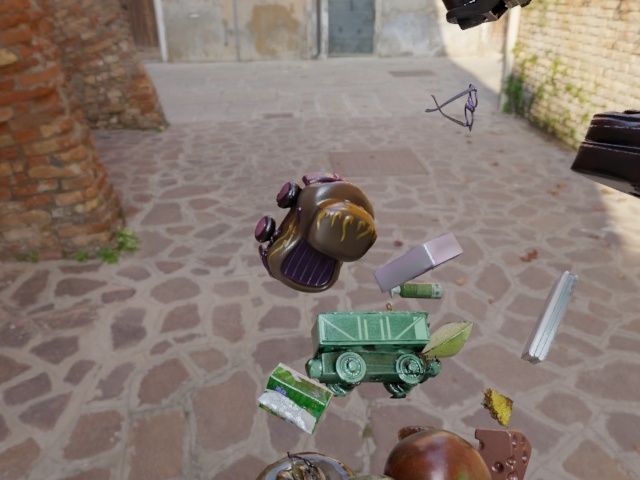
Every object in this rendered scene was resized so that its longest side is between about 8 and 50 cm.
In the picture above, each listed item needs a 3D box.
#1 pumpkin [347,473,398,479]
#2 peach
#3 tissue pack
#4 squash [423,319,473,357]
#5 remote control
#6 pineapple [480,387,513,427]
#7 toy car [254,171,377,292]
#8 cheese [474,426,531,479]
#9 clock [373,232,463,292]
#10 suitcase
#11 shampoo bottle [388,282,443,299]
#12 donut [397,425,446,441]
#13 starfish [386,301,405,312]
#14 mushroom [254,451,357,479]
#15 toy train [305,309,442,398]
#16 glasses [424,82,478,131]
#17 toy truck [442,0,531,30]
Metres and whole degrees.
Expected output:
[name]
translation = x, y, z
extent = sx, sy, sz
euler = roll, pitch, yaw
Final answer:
[pumpkin]
translation = 0.118, 0.594, 1.093
extent = 0.328, 0.291, 0.257
euler = 21, -10, 33
[peach]
translation = 0.272, 0.569, 1.384
extent = 0.253, 0.252, 0.252
euler = -1, 24, 0
[tissue pack]
translation = -0.087, 0.526, 1.887
extent = 0.209, 0.148, 0.156
euler = 27, 23, 9
[squash]
translation = 0.466, 0.396, 2.315
extent = 0.155, 0.204, 0.237
euler = 20, -14, -10
[remote control]
translation = 0.678, 0.230, 1.713
extent = 0.056, 0.277, 0.103
euler = 26, -13, 13
[pineapple]
translation = 0.484, 0.451, 1.616
extent = 0.077, 0.114, 0.114
euler = -29, 3, -14
[toy car]
translation = 0.000, 0.000, 1.509
extent = 0.271, 0.340, 0.240
euler = 25, 17, -27
[cheese]
translation = 0.559, 0.661, 1.826
extent = 0.128, 0.177, 0.203
euler = -8, 25, 39
[clock]
translation = 0.252, 0.058, 1.509
extent = 0.150, 0.063, 0.197
euler = -18, -13, -46
[suitcase]
translation = 0.726, -0.138, 1.168
extent = 0.345, 0.188, 0.339
euler = 14, 10, -20
[shampoo bottle]
translation = 0.356, 0.191, 2.187
extent = 0.205, 0.065, 0.065
euler = 3, 23, -11
[donut]
translation = 0.318, 0.599, 1.696
extent = 0.126, 0.144, 0.186
euler = 25, 30, -40
[starfish]
translation = 0.248, 0.307, 2.076
extent = 0.150, 0.209, 0.053
euler = -13, 28, -10
[mushroom]
translation = -0.048, 0.718, 1.568
extent = 0.362, 0.294, 0.362
euler = -7, 26, 3
[toy train]
translation = 0.100, 0.224, 1.146
extent = 0.270, 0.115, 0.154
euler = 1, 54, -10
[glasses]
translation = 0.295, -0.296, 1.315
extent = 0.104, 0.140, 0.062
euler = -10, 66, 0
[toy truck]
translation = 0.257, -0.468, 0.932
extent = 0.165, 0.224, 0.147
euler = -16, -2, 30
